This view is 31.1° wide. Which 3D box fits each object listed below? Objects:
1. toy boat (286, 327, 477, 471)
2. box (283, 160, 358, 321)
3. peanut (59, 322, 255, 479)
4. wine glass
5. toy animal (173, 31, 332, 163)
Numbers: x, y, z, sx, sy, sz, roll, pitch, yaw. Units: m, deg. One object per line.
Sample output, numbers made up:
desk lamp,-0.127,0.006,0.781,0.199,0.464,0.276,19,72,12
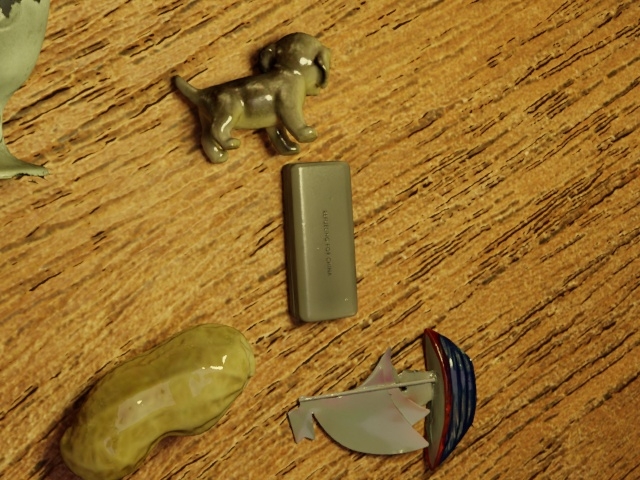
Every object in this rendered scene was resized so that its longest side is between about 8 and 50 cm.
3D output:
toy boat,0.119,0.283,1.835,0.318,0.072,0.219,-29,101,-18
box,0.000,0.000,1.768,0.103,0.055,0.243,-5,95,-25
peanut,-0.230,0.227,1.629,0.305,0.147,0.147,-27,104,-18
wine glass,-0.441,-0.245,1.483,0.190,0.190,0.357,-1,98,-25
toy animal,-0.080,-0.203,1.692,0.233,0.121,0.168,-20,85,-13
